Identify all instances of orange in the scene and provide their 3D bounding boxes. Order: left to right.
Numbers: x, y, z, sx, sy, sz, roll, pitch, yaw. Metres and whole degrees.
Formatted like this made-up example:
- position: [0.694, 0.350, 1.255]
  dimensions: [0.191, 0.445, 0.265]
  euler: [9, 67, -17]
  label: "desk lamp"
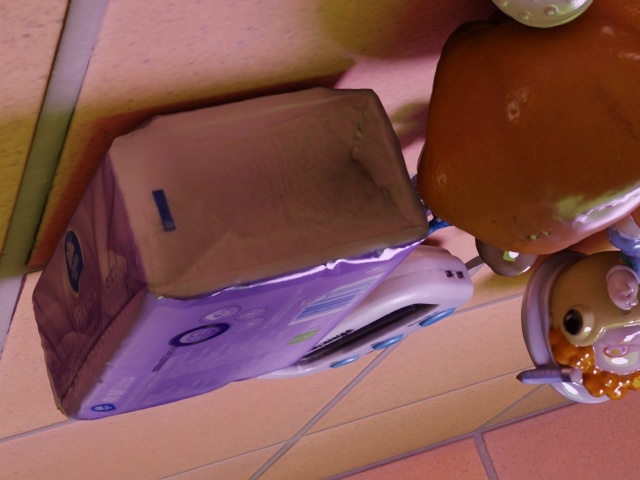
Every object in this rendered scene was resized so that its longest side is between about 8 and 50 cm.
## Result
- position: [0.170, -0.094, 1.153]
  dimensions: [0.249, 0.183, 0.249]
  euler: [-32, 178, -1]
  label: "orange"

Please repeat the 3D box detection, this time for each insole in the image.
- position: [0.193, 0.033, 1.989]
  dimensions: [0.135, 0.002, 0.045]
  euler: [-28, 162, 27]
  label: "insole"

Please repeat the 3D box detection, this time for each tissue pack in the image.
- position: [-0.093, 0.019, 1.289]
  dimensions: [0.242, 0.160, 0.338]
  euler: [-11, 163, -26]
  label: "tissue pack"

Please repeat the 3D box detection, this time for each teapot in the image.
- position: [0.224, -0.017, 1.790]
  dimensions: [0.110, 0.085, 0.080]
  euler: [-48, 139, -3]
  label: "teapot"

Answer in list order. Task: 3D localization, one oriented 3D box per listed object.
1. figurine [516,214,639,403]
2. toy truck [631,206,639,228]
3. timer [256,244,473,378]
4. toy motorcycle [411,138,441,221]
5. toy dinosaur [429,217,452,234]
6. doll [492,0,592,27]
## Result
- position: [0.410, 0.041, 2.019]
  dimensions: [0.225, 0.205, 0.382]
  euler: [-5, 139, -36]
  label: "figurine"
- position: [0.438, -0.082, 1.570]
  dimensions: [0.265, 0.189, 0.239]
  euler: [-33, 168, 7]
  label: "toy truck"
- position: [0.040, 0.081, 1.799]
  dimensions: [0.262, 0.087, 0.237]
  euler: [-28, 163, 23]
  label: "timer"
- position: [0.171, -0.087, 1.394]
  dimensions: [0.229, 0.094, 0.130]
  euler: [-30, 161, -5]
  label: "toy motorcycle"
- position: [0.209, -0.047, 1.547]
  dimensions: [0.329, 0.076, 0.144]
  euler: [-20, 179, 40]
  label: "toy dinosaur"
- position: [0.135, -0.196, 0.995]
  dimensions: [0.129, 0.081, 0.207]
  euler: [-12, 164, 17]
  label: "doll"
